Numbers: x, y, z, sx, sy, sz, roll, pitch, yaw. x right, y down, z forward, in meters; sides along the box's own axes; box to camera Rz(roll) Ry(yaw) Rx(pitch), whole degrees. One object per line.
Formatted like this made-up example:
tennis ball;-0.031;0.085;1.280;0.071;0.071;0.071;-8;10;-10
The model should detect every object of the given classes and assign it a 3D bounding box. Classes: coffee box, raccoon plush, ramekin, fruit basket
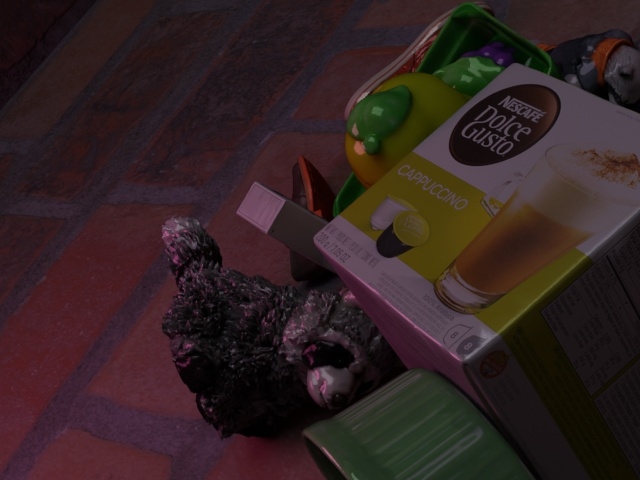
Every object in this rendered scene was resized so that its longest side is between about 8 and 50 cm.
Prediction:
coffee box;0.262;0.059;1.350;0.334;0.338;0.337;-41;35;-7
raccoon plush;-0.061;0.066;1.676;0.299;0.216;0.446;-27;59;7
ramekin;0.128;0.280;1.258;0.148;0.303;0.303;-36;33;-10
fruit basket;0.142;-0.127;1.578;0.392;0.392;0.283;-38;39;-1

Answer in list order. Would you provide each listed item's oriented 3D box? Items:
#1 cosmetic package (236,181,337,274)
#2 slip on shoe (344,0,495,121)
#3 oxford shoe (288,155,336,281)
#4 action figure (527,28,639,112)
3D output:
cosmetic package;0.000;0.000;1.740;0.060;0.239;0.099;-58;36;3
slip on shoe;0.188;-0.284;2.048;0.331;0.123;0.101;-42;66;-16
oxford shoe;-0.028;-0.041;1.951;0.098;0.097;0.271;-33;34;17
action figure;0.340;-0.207;1.752;0.330;0.178;0.341;-2;45;53
